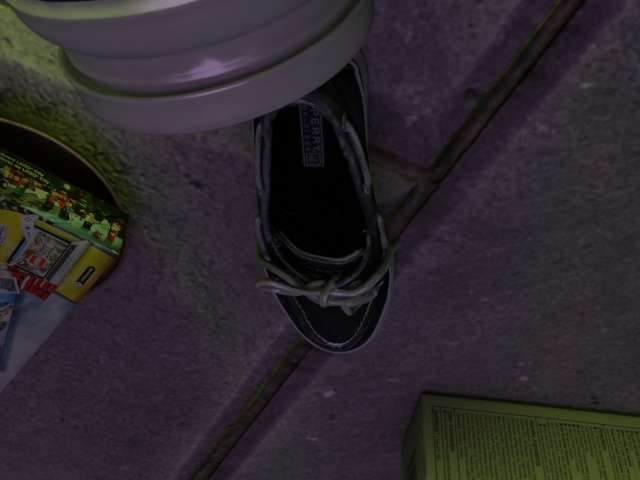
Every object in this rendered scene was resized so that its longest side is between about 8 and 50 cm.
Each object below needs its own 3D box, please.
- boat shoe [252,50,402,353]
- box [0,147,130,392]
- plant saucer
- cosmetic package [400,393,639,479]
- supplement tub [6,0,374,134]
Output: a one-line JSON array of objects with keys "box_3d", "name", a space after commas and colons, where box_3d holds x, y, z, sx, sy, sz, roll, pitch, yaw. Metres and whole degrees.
[{"box_3d": [0.004, 0.000, 0.614, 0.113, 0.105, 0.306, 2, 134, 2], "name": "boat shoe"}, {"box_3d": [-0.275, 0.023, 0.646, 0.159, 0.044, 0.233, 30, 129, -23], "name": "box"}, {"box_3d": [-0.246, -0.028, 0.651, 0.198, 0.036, 0.198, 1, 135, 1], "name": "plant saucer"}, {"box_3d": [0.241, 0.258, 0.815, 0.309, 0.160, 0.113, 8, 135, -3], "name": "cosmetic package"}, {"box_3d": [-0.081, -0.204, 0.362, 0.191, 0.191, 0.272, -7, 133, 11], "name": "supplement tub"}]
